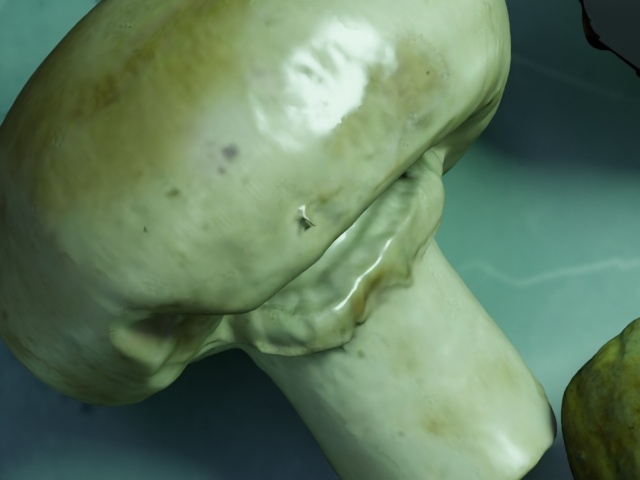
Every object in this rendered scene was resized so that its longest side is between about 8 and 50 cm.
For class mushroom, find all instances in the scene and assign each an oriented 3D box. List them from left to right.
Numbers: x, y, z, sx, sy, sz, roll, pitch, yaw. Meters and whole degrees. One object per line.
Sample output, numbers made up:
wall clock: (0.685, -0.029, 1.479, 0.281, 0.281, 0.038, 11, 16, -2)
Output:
mushroom: (0.000, 0.000, 0.874, 0.292, 0.292, 0.290, -39, 88, -4)

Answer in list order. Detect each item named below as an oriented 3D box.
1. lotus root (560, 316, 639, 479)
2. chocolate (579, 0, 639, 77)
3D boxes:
lotus root: (0.202, 0.136, 0.853, 0.124, 0.123, 0.241, -29, 73, -23)
chocolate: (0.202, -0.190, 0.931, 0.206, 0.177, 0.224, 35, 101, 0)
